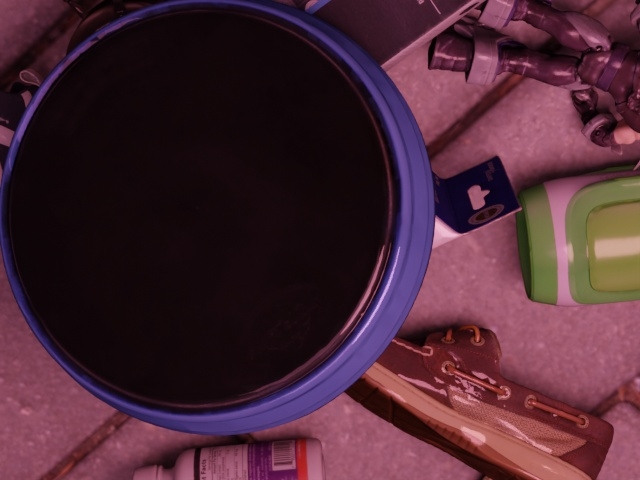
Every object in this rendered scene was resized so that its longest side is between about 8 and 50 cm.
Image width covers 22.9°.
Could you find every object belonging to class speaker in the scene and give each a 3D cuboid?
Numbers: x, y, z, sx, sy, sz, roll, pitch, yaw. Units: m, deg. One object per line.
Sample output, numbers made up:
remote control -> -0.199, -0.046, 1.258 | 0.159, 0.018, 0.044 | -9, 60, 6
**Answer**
speaker -> 0.342, -0.010, 1.515 | 0.296, 0.131, 0.131 | -6, 109, 1

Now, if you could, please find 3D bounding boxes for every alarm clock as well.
alarm clock -> -0.170, -0.147, 1.495 | 0.129, 0.064, 0.192 | -11, 112, 3

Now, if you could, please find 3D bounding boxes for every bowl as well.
bowl -> -0.099, -0.026, 1.372 | 0.391, 0.077, 0.391 | -1, 85, 13

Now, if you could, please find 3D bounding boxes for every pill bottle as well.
pill bottle -> -0.091, 0.263, 1.614 | 0.193, 0.108, 0.108 | -5, 110, 2

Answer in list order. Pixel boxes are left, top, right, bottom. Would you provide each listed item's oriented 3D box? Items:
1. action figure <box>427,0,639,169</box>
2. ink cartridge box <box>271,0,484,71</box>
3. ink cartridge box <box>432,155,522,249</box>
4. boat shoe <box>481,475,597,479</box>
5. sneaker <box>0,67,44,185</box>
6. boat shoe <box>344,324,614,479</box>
action figure -> 0.249, -0.170, 1.455 | 0.285, 0.099, 0.185 | 22, 127, 2
ink cartridge box -> 0.046, -0.244, 1.410 | 0.332, 0.065, 0.165 | -35, 86, 20
ink cartridge box -> 0.000, 0.000, 1.486 | 0.371, 0.176, 0.069 | -22, 107, 7
boat shoe -> 0.293, 0.324, 1.650 | 0.285, 0.089, 0.104 | 28, 107, -10
sneaker -> -0.331, -0.074, 1.503 | 0.235, 0.094, 0.153 | -31, 100, 16
boat shoe -> 0.138, 0.142, 1.585 | 0.342, 0.123, 0.123 | 29, 75, 2
